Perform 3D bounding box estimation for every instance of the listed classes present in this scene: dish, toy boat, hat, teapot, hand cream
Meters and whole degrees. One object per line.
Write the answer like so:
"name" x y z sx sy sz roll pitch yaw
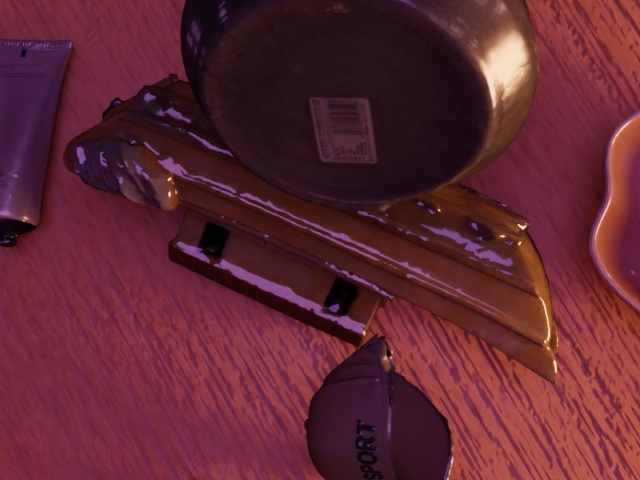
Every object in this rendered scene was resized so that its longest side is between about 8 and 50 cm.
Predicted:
"dish" 0.324 -0.015 1.141 0.213 0.090 0.213 0 84 3
"toy boat" 0.000 0.000 1.119 0.445 0.136 0.162 22 112 3
"hat" 0.048 0.169 1.070 0.085 0.175 0.147 -20 118 -15
"teapot" 0.062 -0.199 1.037 0.253 0.300 0.344 -12 42 30
"hand cream" -0.266 -0.087 1.172 0.087 0.054 0.186 2 79 5
